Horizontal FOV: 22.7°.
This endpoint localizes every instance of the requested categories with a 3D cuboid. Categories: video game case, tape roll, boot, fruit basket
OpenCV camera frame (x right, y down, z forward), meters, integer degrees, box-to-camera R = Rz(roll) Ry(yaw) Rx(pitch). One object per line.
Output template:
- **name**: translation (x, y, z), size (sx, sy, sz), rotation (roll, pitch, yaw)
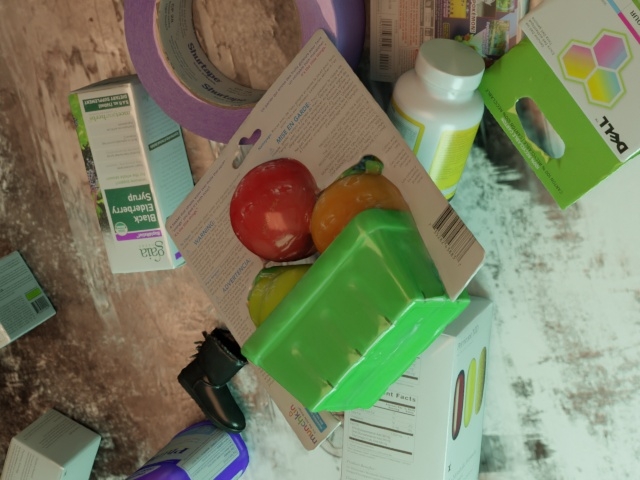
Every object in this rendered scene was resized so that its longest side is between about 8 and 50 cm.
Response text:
- **video game case**: translation (0.143, -0.271, 1.787), size (0.183, 0.023, 0.201), rotation (8, 110, 22)
- **tape roll**: translation (-0.090, -0.254, 1.860), size (0.275, 0.090, 0.274), rotation (8, 110, 23)
- **boot**: translation (-0.122, 0.178, 2.050), size (0.121, 0.045, 0.099), rotation (45, 122, 11)
- **fruit basket**: translation (0.000, 0.000, 1.770), size (0.327, 0.165, 0.353), rotation (-50, 53, 26)

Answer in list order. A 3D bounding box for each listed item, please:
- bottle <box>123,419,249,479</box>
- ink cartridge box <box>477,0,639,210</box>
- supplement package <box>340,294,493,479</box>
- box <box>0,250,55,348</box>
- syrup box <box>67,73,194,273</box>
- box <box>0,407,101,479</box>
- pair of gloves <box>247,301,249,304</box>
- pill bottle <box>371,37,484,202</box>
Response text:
- **bottle**: translation (-0.196, 0.319, 1.996), size (0.118, 0.283, 0.092), rotation (-27, 95, 31)
- **ink cartridge box**: translation (0.279, -0.162, 1.675), size (0.255, 0.097, 0.189), rotation (-40, 81, 33)
- **supplement package**: translation (0.113, 0.190, 1.892), size (0.134, 0.139, 0.244), rotation (11, 112, 22)
- **box**: translation (-0.478, 0.116, 2.151), size (0.203, 0.114, 0.103), rotation (-31, 93, 31)
- **syrup box**: translation (-0.224, -0.084, 1.977), size (0.093, 0.096, 0.237), rotation (-5, 104, 26)
- **box**: translation (-0.369, 0.305, 2.173), size (0.087, 0.101, 0.102), rotation (27, 118, 14)
- **pair of gloves**: translation (-0.068, 0.108, 2.020), size (0.074, 0.010, 0.083), rotation (17, 112, 21)
- **pill bottle**: translation (0.123, -0.129, 1.779), size (0.103, 0.103, 0.184), rotation (28, 129, 14)
